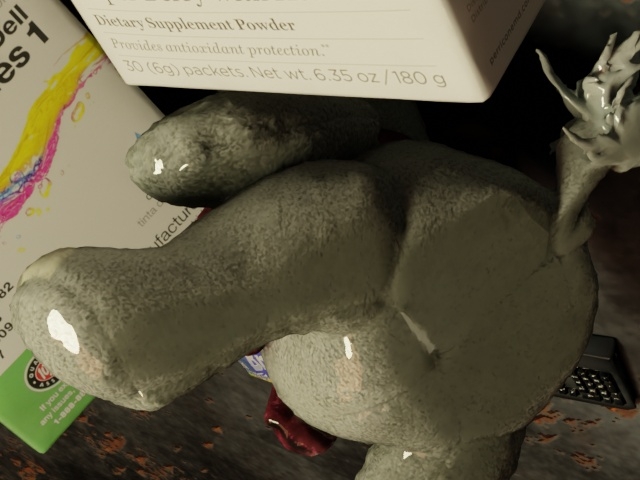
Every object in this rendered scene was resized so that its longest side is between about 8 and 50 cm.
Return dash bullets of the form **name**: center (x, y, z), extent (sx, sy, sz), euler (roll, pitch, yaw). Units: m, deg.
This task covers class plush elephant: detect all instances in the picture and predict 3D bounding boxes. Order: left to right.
- **plush elephant**: center (0.000, 0.000, 0.694), extent (0.272, 0.330, 0.255), euler (51, 168, -30)

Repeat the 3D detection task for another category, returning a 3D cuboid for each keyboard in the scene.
- **keyboard**: center (0.107, 0.079, 0.911), extent (0.192, 0.038, 0.100), euler (6, 142, 35)

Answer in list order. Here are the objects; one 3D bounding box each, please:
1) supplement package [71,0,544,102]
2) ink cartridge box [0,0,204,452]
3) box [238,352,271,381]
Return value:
- **supplement package**: center (-0.031, -0.211, 0.453), extent (0.177, 0.175, 0.293), euler (7, 143, 37)
- **ink cartridge box**: center (-0.204, -0.041, 0.802), extent (0.117, 0.201, 0.278), euler (31, 166, 52)
- **box**: center (-0.004, 0.073, 0.952), extent (0.169, 0.054, 0.059), euler (12, 147, 54)
